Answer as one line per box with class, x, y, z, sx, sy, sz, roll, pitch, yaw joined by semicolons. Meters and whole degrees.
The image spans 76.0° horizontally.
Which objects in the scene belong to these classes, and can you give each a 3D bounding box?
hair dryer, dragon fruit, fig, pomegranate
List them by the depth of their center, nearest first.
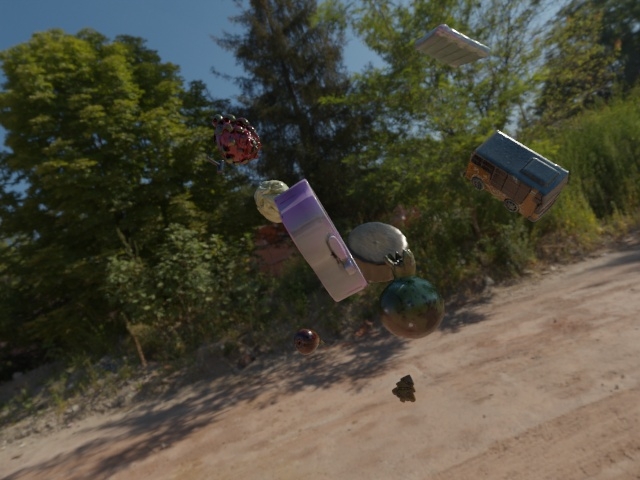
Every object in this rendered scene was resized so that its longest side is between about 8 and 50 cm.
pomegranate;0.305;0.192;1.444;0.243;0.305;0.242;-8;-23;-4
fig;-0.032;0.355;1.459;0.089;0.088;0.125;-18;-15;41
hair dryer;-0.378;-0.276;1.468;0.026;0.047;0.083;-18;-29;28
dragon fruit;-0.370;-0.454;1.782;0.198;0.272;0.218;-23;-11;16

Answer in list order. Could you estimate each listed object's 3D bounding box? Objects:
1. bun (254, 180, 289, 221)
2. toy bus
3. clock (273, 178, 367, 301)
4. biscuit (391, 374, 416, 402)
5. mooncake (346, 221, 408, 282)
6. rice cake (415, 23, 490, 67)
bun;-0.236;-0.193;2.017;0.145;0.229;0.230;-14;-3;-45
toy bus;0.714;-0.240;1.510;0.162;0.323;0.194;-41;-27;-13
clock;0.000;0.000;1.088;0.102;0.338;0.338;-31;-2;3
biscuit;0.280;0.486;1.344;0.082;0.092;0.016;18;0;28
mooncake;0.254;0.055;1.875;0.291;0.290;0.161;-16;-46;-16
rice cake;0.407;-0.607;1.287;0.190;0.037;0.198;23;9;-7
